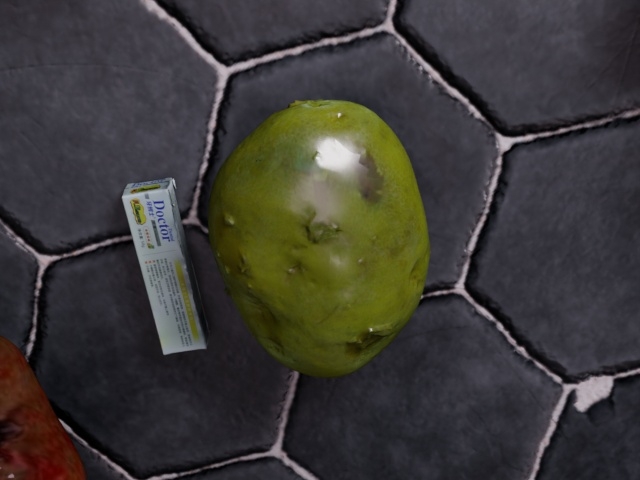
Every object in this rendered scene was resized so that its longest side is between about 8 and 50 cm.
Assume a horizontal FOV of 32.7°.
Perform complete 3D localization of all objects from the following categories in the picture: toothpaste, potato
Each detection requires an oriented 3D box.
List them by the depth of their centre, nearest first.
[{"bbox_3d":[0.000,0.000,0.925,0.186,0.148,0.253,14,121,12],"label":"potato"},{"bbox_3d":[-0.138,0.026,0.993,0.046,0.034,0.164,-9,111,5],"label":"toothpaste"}]

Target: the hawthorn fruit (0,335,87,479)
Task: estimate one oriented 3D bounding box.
[{"bbox_3d":[-0.371,0.216,0.954,0.308,0.324,0.308,1,88,-37],"label":"hawthorn fruit"}]
